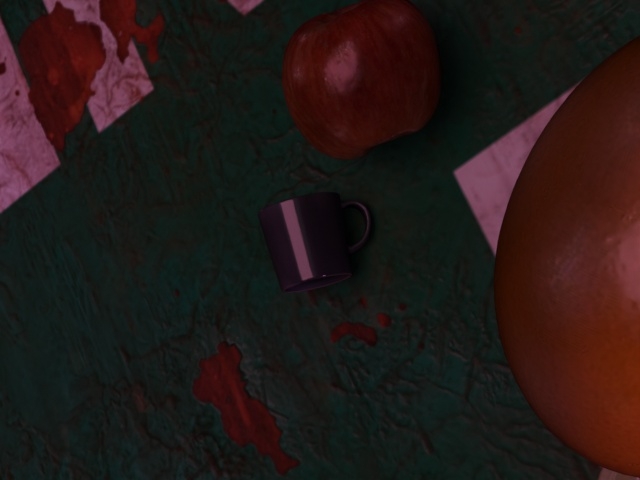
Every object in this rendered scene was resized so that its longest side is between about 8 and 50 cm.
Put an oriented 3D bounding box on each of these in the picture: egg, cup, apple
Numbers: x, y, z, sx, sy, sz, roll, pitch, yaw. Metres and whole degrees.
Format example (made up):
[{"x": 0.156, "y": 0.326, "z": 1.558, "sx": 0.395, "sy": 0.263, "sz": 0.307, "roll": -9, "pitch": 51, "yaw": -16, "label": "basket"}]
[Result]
[{"x": 0.275, "y": 0.005, "z": 1.319, "sx": 0.282, "sy": 0.282, "sz": 0.351, "roll": 16, "pitch": 89, "yaw": 34, "label": "egg"}, {"x": 0.000, "y": 0.000, "z": 1.637, "sx": 0.100, "sy": 0.078, "sz": 0.077, "roll": -14, "pitch": 81, "yaw": 1, "label": "cup"}, {"x": 0.038, "y": -0.143, "z": 1.580, "sx": 0.146, "sy": 0.146, "sz": 0.131, "roll": -15, "pitch": 100, "yaw": 32, "label": "apple"}]

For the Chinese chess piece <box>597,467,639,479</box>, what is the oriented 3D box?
[{"x": 0.289, "y": 0.211, "z": 1.423, "sx": 0.144, "sy": 0.058, "sz": 0.144, "roll": -3, "pitch": 84, "yaw": 33, "label": "Chinese chess piece"}]
